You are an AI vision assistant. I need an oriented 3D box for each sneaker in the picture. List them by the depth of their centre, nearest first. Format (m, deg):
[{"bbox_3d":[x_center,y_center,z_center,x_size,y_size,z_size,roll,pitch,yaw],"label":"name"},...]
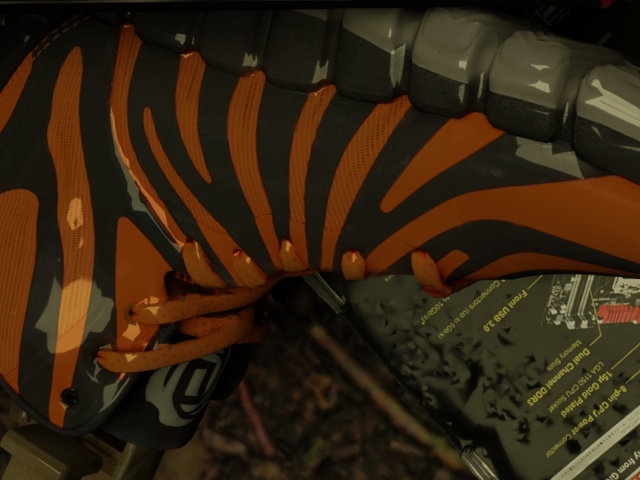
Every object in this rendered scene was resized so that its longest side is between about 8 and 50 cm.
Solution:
[{"bbox_3d":[0.000,0.000,0.432,0.321,0.124,0.180,21,102,30],"label":"sneaker"}]

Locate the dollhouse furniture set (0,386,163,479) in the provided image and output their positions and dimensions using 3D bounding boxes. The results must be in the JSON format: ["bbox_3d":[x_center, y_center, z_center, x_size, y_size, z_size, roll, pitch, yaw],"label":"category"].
[{"bbox_3d":[-0.155,0.041,0.524,0.161,0.182,0.101,27,99,19],"label":"dollhouse furniture set"}]

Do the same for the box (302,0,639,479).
[{"bbox_3d":[0.146,-0.054,0.468,0.322,0.079,0.257,-46,77,15],"label":"box"}]

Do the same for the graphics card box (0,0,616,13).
[{"bbox_3d":[-0.087,-0.178,0.405,0.370,0.094,0.233,1,51,14],"label":"graphics card box"}]
